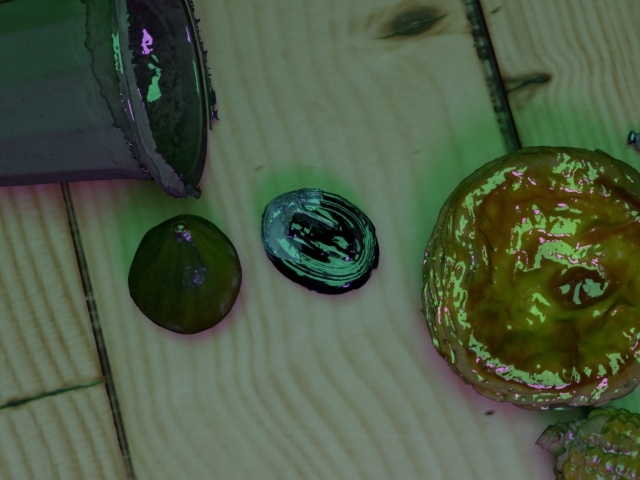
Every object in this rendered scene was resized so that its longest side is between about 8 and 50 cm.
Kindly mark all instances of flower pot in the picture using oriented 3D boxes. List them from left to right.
[{"bbox_3d":[-0.267,-0.171,1.609,0.259,0.290,0.290,-7,78,13],"label":"flower pot"}]

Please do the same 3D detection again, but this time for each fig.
[{"bbox_3d":[-0.143,0.029,1.606,0.123,0.156,0.123,0,73,-1],"label":"fig"}]

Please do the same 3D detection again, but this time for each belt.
[{"bbox_3d":[0.000,0.000,1.656,0.140,0.058,0.105,24,77,7],"label":"belt"}]

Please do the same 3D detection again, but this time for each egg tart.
[{"bbox_3d":[0.245,0.044,1.614,0.295,0.116,0.294,-1,76,2],"label":"egg tart"}]

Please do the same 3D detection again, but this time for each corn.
[{"bbox_3d":[0.380,0.277,1.558,0.347,0.130,0.130,28,81,3],"label":"corn"}]

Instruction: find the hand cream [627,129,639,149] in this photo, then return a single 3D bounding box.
[{"bbox_3d":[0.391,-0.101,1.686,0.102,0.022,0.035,14,79,-1],"label":"hand cream"}]
